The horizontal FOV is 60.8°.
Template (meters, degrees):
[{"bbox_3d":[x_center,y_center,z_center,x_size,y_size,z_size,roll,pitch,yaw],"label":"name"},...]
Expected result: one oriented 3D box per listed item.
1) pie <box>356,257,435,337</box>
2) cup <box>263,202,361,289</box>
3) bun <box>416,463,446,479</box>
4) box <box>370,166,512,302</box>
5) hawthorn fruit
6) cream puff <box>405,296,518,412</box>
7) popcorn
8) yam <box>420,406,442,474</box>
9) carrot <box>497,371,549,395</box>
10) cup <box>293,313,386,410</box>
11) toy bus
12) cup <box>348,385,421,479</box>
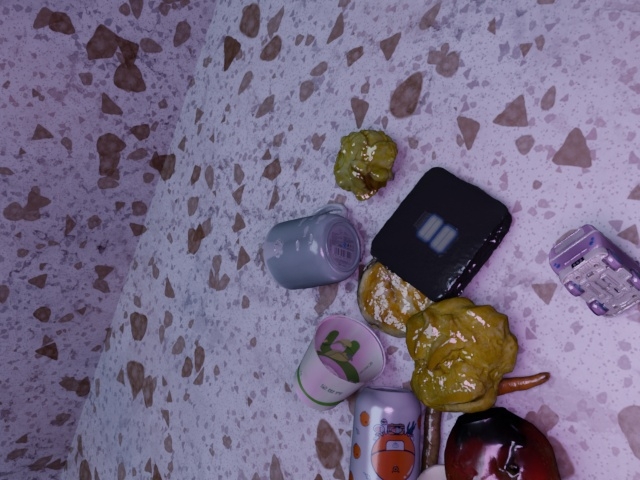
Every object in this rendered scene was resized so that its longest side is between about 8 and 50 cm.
[{"bbox_3d":[0.259,0.148,1.777,0.339,0.077,0.339,-12,70,37],"label":"pie"},{"bbox_3d":[0.000,0.000,1.972,0.274,0.259,0.356,-10,44,43],"label":"cup"},{"bbox_3d":[0.347,0.727,1.539,0.173,0.120,0.173,-5,54,7],"label":"bun"},{"bbox_3d":[0.355,-0.020,1.652,0.359,0.091,0.350,-52,47,2],"label":"box"},{"bbox_3d":[0.447,0.562,1.368,0.316,0.316,0.316,-10,75,43],"label":"hawthorn fruit"},{"bbox_3d":[0.355,0.311,1.471,0.323,0.274,0.270,-29,20,43],"label":"cream puff"},{"bbox_3d":[0.154,-0.275,1.889,0.256,0.195,0.255,-31,52,36],"label":"popcorn"},{"bbox_3d":[0.331,0.595,1.631,0.057,0.057,0.241,2,83,45],"label":"yam"},{"bbox_3d":[0.529,0.388,1.481,0.191,0.047,0.047,-26,65,38],"label":"carrot"},{"bbox_3d":[0.045,0.422,1.807,0.253,0.253,0.274,62,139,32],"label":"cup"},{"bbox_3d":[0.666,0.074,1.303,0.142,0.202,0.142,-45,22,29],"label":"toy bus"},{"bbox_3d":[0.197,0.611,1.654,0.212,0.212,0.317,-5,78,44],"label":"cup"}]
